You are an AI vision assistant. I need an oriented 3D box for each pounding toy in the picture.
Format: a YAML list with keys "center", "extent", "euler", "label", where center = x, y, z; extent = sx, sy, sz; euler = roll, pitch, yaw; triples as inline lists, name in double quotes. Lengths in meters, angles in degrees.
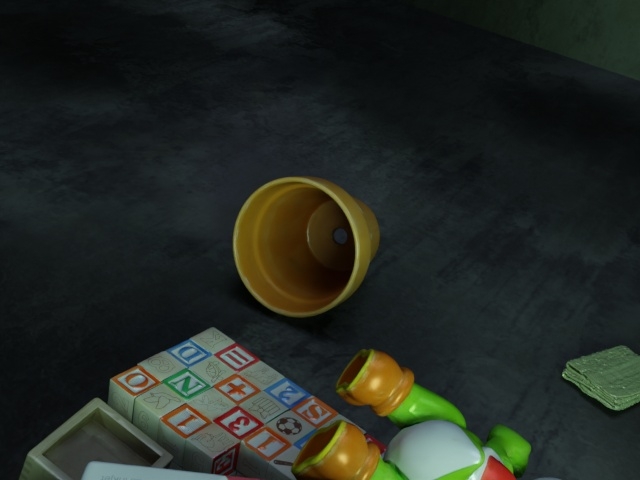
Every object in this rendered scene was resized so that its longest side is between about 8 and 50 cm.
- center: [-0.259, 0.259, 1.003]
  extent: [0.130, 0.100, 0.141]
  euler: [35, 37, 11]
  label: "pounding toy"

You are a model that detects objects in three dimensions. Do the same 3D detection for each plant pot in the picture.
- center: [0.000, 0.000, 1.451]
  extent: [0.205, 0.205, 0.188]
  euler: [24, 16, 21]
  label: "plant pot"

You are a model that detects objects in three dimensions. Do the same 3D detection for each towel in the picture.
- center: [0.441, 0.203, 1.409]
  extent: [0.148, 0.027, 0.110]
  euler: [-12, 36, -34]
  label: "towel"

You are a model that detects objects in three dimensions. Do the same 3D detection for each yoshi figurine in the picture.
- center: [0.154, 0.274, 0.999]
  extent: [0.362, 0.203, 0.203]
  euler: [33, 20, -4]
  label: "yoshi figurine"

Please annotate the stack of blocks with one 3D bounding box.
- center: [-0.085, 0.234, 1.097]
  extent: [0.297, 0.087, 0.171]
  euler: [30, 34, 28]
  label: "stack of blocks"

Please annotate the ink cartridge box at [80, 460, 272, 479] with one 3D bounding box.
- center: [-0.097, 0.378, 0.758]
  extent: [0.279, 0.160, 0.384]
  euler: [7, 30, -2]
  label: "ink cartridge box"
